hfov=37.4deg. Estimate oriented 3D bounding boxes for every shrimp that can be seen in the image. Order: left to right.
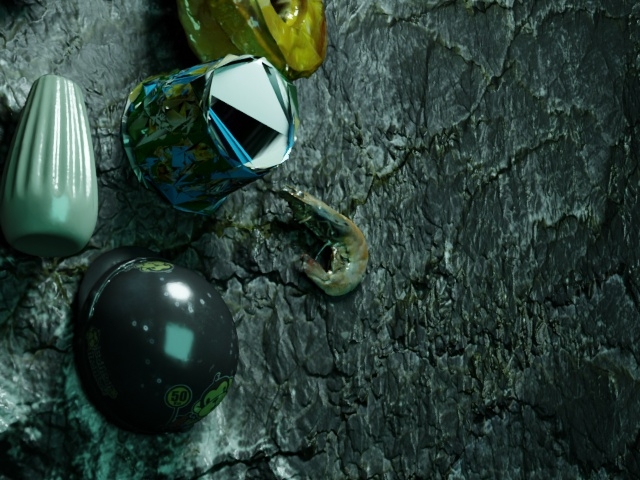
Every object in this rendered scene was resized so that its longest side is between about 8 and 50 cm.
[{"bbox_3d":[0.002,0.000,1.644,0.251,0.052,0.143,39,58,-32],"label":"shrimp"}]

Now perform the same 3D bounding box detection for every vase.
[{"bbox_3d":[-0.362,-0.105,1.276,0.128,0.128,0.248,18,59,-40],"label":"vase"}]

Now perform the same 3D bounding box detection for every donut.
[{"bbox_3d":[-0.109,-0.406,1.554,0.330,0.160,0.330,16,68,-45],"label":"donut"}]

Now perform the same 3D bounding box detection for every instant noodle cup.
[{"bbox_3d":[-0.158,-0.171,1.442,0.240,0.178,0.240,12,73,-43],"label":"instant noodle cup"}]

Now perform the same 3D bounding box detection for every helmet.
[{"bbox_3d":[-0.213,0.134,1.331,0.230,0.160,0.279,-14,91,-43],"label":"helmet"}]
